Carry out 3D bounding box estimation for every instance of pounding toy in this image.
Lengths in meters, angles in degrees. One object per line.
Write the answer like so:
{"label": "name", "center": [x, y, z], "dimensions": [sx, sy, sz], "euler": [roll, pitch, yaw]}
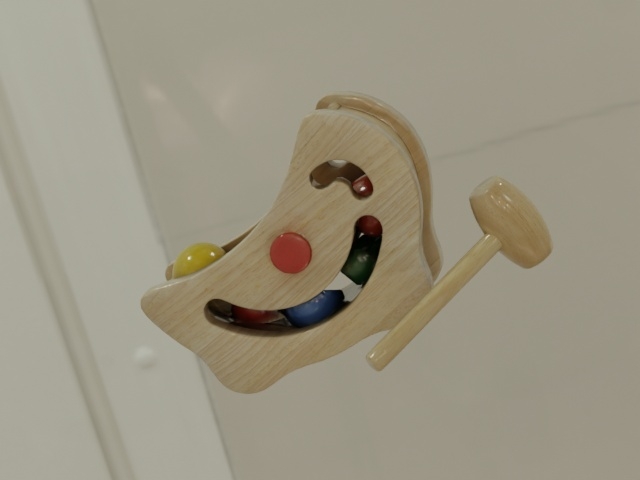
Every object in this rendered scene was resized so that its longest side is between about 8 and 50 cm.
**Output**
{"label": "pounding toy", "center": [0.000, 0.000, 0.932], "dimensions": [0.269, 0.154, 0.155], "euler": [-26, 10, 17]}
